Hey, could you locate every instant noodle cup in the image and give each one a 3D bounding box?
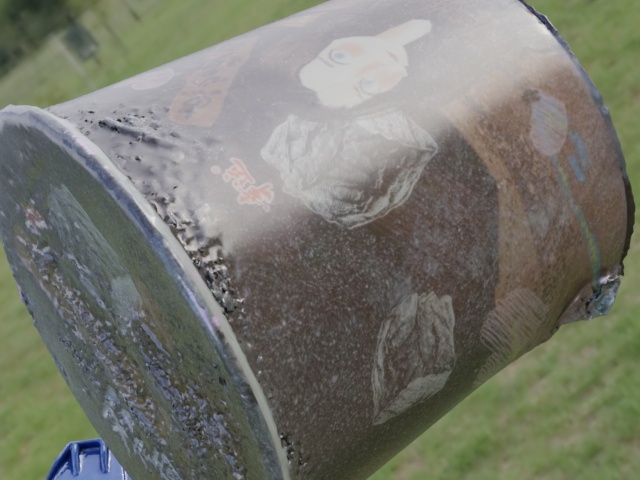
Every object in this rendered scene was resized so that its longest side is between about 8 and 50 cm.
[{"bbox_3d":[0.000,0.000,0.651,0.207,0.217,0.217,-31,9,-25],"label":"instant noodle cup"}]

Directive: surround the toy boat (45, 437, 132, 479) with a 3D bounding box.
[{"bbox_3d":[-0.088,0.238,0.931,0.129,0.295,0.088,-5,45,-2],"label":"toy boat"}]
